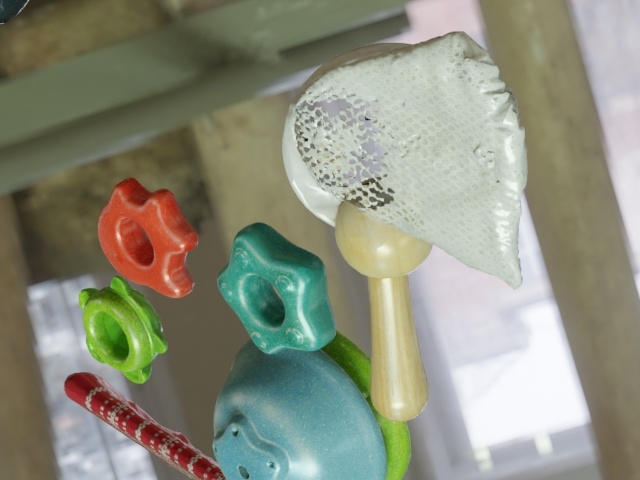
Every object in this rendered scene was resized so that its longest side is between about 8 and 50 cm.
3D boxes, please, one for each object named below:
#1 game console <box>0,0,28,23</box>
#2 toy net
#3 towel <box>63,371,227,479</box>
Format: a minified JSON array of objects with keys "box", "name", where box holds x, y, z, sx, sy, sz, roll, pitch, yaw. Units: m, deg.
[{"box":[-0.337,-0.270,1.214,0.213,0.361,0.044,-48,-174,40],"name":"game console"},{"box":[0.000,0.000,0.544,0.045,0.122,0.232,-33,164,-37],"name":"toy net"},{"box":[-0.071,0.198,1.510,0.275,0.031,0.199,27,170,34],"name":"towel"}]
